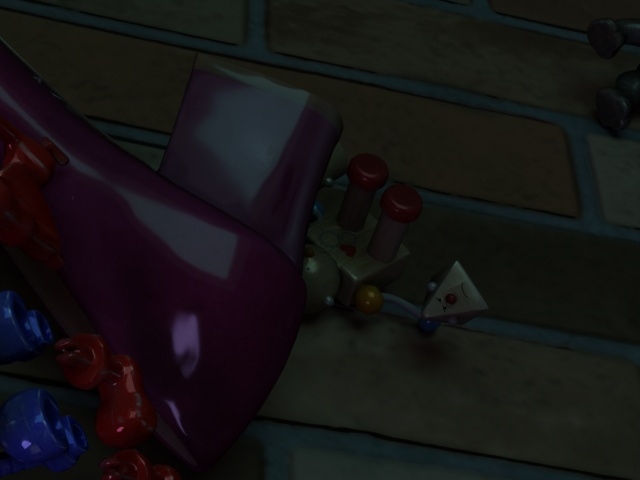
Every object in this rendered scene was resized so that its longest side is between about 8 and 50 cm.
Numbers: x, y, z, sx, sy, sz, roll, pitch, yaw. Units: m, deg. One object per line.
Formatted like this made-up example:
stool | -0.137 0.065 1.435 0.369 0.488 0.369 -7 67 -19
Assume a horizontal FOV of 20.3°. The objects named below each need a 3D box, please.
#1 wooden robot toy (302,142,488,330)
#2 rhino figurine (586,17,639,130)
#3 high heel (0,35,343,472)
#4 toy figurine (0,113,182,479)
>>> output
wooden robot toy | 0.000 0.000 0.909 0.079 0.076 0.173 -31 61 -32
rhino figurine | 0.271 -0.056 1.085 0.106 0.073 0.243 -19 55 -34
high heel | -0.186 -0.025 0.839 0.377 0.127 0.181 13 68 14
toy figurine | -0.175 0.122 0.665 0.217 0.191 0.362 -23 73 8
